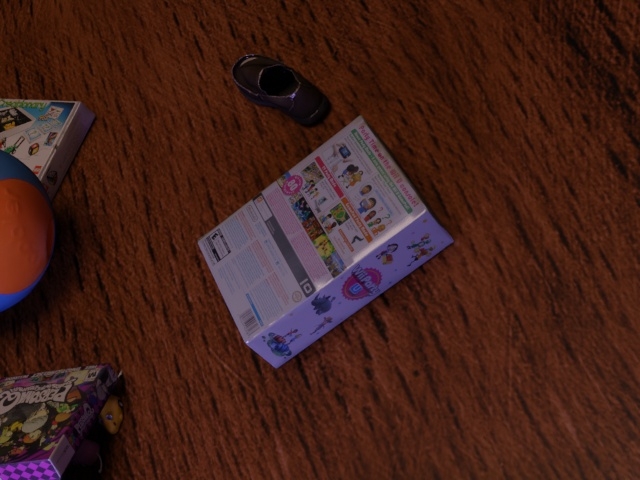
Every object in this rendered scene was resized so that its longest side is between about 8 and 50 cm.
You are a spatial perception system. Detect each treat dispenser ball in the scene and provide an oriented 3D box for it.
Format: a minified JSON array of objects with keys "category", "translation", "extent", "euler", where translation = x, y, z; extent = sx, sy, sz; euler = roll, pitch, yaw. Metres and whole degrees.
[{"category":"treat dispenser ball","translation":[-0.577,-0.016,1.820],"extent":[0.288,0.288,0.288],"euler":[-17,52,23]}]

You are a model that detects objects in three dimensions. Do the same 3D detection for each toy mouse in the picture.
[{"category":"toy mouse","translation":[-0.356,0.279,1.649],"extent":[0.143,0.031,0.161],"euler":[-24,50,17]}]

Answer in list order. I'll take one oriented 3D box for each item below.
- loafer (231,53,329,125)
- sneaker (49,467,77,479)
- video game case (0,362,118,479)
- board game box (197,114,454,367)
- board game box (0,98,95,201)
[{"category":"loafer","translation":[-0.074,-0.260,1.808],"extent":[0.220,0.078,0.080],"euler":[30,78,42]},{"category":"sneaker","translation":[-0.405,0.387,1.559],"extent":[0.182,0.127,0.315],"euler":[-39,36,-17]},{"category":"video game case","translation":[-0.431,0.266,1.607],"extent":[0.232,0.042,0.210],"euler":[-10,30,22]},{"category":"board game box","translation":[0.000,0.000,1.570],"extent":[0.303,0.097,0.224],"euler":[-37,48,8]},{"category":"board game box","translation":[-0.577,-0.172,2.089],"extent":[0.305,0.053,0.193],"euler":[7,65,36]}]
